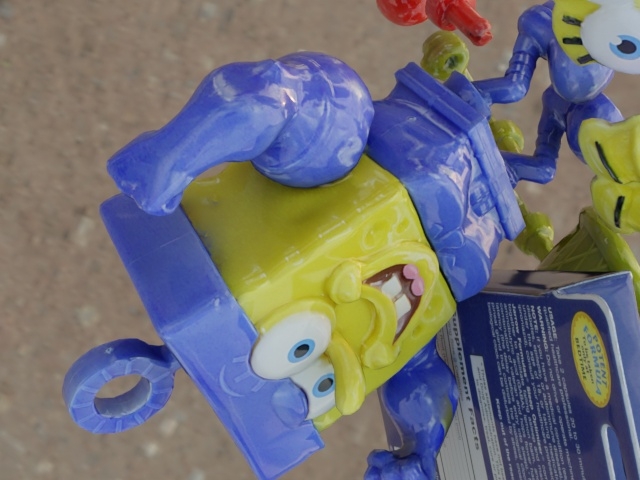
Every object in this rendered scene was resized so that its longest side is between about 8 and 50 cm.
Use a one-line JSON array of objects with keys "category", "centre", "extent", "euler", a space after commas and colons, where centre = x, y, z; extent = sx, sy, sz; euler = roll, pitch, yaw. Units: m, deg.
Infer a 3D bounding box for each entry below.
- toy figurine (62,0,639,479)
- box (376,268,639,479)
[{"category": "toy figurine", "centre": [0.000, 0.000, 0.720], "extent": [0.217, 0.191, 0.362], "euler": [-36, 145, -7]}, {"category": "box", "centre": [0.079, 0.079, 0.734], "extent": [0.036, 0.225, 0.136], "euler": [-13, 94, -18]}]
